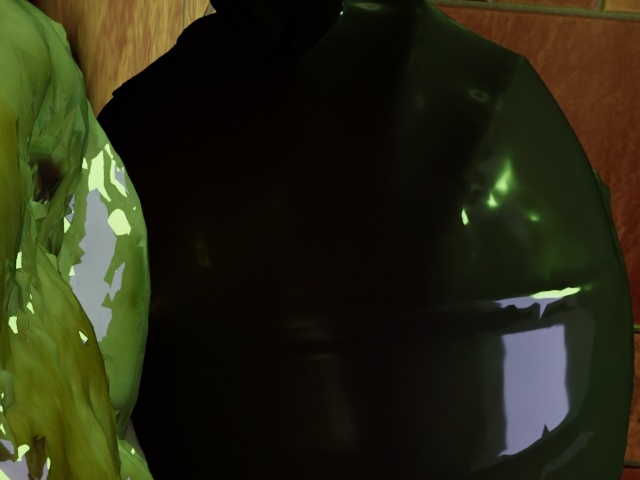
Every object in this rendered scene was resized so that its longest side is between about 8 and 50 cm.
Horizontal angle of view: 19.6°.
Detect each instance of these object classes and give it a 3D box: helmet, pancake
[{"bbox_3d":[0.000,0.000,0.697,0.177,0.225,0.305,75,8,-47],"label":"helmet"},{"bbox_3d":[-0.077,0.127,0.428,0.387,0.082,0.387,1,90,-88],"label":"pancake"}]

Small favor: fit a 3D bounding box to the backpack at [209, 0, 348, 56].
[{"bbox_3d":[-0.015,-0.191,0.606,0.206,0.133,0.258,-167,-113,-84],"label":"backpack"}]
